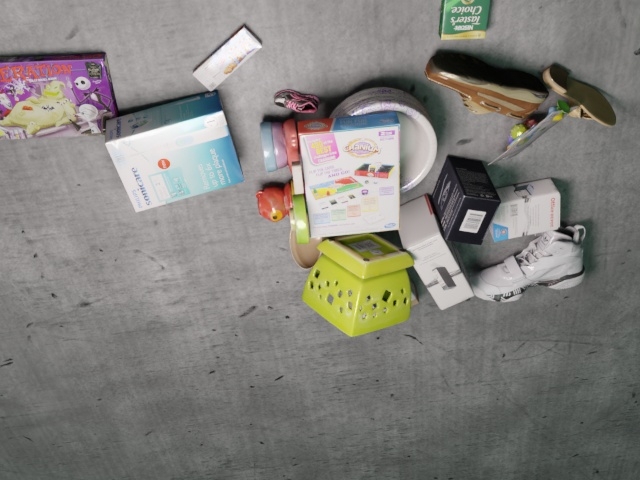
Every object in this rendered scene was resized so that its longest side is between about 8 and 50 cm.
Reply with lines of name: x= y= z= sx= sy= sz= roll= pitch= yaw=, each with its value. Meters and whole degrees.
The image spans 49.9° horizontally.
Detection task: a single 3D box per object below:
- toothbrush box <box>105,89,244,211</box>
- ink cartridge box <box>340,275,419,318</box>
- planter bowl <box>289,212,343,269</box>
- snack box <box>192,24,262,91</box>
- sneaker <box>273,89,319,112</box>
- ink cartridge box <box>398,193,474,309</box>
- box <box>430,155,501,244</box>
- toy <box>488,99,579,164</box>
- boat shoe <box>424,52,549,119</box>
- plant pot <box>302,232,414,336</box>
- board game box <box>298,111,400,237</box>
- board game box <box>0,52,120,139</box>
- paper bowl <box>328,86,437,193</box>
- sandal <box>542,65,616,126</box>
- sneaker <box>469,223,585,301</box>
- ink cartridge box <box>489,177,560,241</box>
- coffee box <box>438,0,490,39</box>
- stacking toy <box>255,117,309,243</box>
toothbrush box: x=-0.366 y=-0.226 z=1.745 sx=0.296 sy=0.126 sz=0.216 roll=-15 pitch=129 yaw=-3
ink cartridge box: x=0.167 y=0.135 z=2.121 sx=0.193 sy=0.088 sz=0.234 roll=-26 pitch=124 yaw=17
planter bowl: x=0.000 y=0.000 z=1.971 sx=0.109 sy=0.162 sz=0.162 roll=-2 pitch=133 yaw=-35
snack box: x=-0.228 y=-0.443 z=1.676 sx=0.178 sy=0.022 sz=0.064 roll=-35 pitch=122 yaw=21
sneaker: x=-0.060 y=-0.347 z=1.744 sx=0.119 sy=0.057 sz=0.047 roll=5 pitch=129 yaw=-7
ink cartridge box: x=0.328 y=0.035 z=1.985 sx=0.114 sy=0.197 sz=0.273 roll=-25 pitch=126 yaw=14
box: x=0.390 y=-0.111 z=1.869 sx=0.108 sy=0.207 sz=0.153 roll=7 pitch=128 yaw=-11
toy: x=0.542 y=-0.289 z=1.787 sx=0.137 sy=0.056 sz=0.237 roll=-19 pitch=167 yaw=-40
boat shoe: x=0.411 y=-0.371 z=1.724 sx=0.324 sy=0.122 sz=0.120 roll=12 pitch=133 yaw=-14
plant pot: x=0.110 y=0.102 z=1.872 sx=0.228 sy=0.227 sz=0.207 roll=-12 pitch=122 yaw=-38
board game box: x=0.077 y=-0.156 z=1.713 sx=0.242 sy=0.064 sz=0.316 roll=-5 pitch=129 yaw=-1
board game box: x=-0.686 y=-0.352 z=1.697 sx=0.347 sy=0.056 sz=0.208 roll=-3 pitch=124 yaw=-2
paper bowl: x=0.149 y=-0.260 z=1.770 sx=0.284 sy=0.148 sz=0.284 roll=-2 pitch=128 yaw=-3
sandal: x=0.657 y=-0.364 z=1.792 sx=0.240 sy=0.088 sz=0.079 roll=30 pitch=152 yaw=-17
sneaker: x=0.625 y=0.055 z=2.069 sx=0.366 sy=0.137 sz=0.210 roll=-9 pitch=128 yaw=-4
ink cartridge box: x=0.582 y=-0.087 z=1.982 sx=0.191 sy=0.082 sz=0.139 roll=-12 pitch=128 yaw=3
coffee box: x=0.342 y=-0.565 z=1.613 sx=0.113 sy=0.040 sz=0.184 roll=-2 pitch=128 yaw=-3
stacking toy: x=-0.110 y=-0.140 z=1.766 sx=0.130 sy=0.279 sz=0.309 roll=-7 pitch=124 yaw=-1
